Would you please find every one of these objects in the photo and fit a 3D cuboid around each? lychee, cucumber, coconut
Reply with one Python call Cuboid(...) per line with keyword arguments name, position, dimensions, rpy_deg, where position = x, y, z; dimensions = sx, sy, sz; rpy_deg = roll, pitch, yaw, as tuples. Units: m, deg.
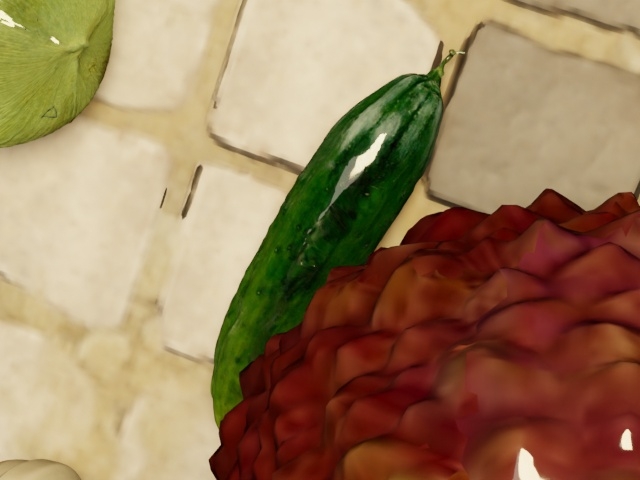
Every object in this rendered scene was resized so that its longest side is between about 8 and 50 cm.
Cuboid(name="lychee", position=(0.089, 0.140, 0.516), dimensions=(0.330, 0.306, 0.306), rpy_deg=(15, 97, -9))
Cuboid(name="cucumber", position=(0.000, 0.000, 0.666), dimensions=(0.039, 0.039, 0.168), rpy_deg=(33, 102, 11))
Cuboid(name="coconut", position=(-0.115, -0.077, 0.671), dimensions=(0.096, 0.088, 0.088), rpy_deg=(22, 99, 43))

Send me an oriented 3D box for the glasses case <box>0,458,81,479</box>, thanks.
Cuboid(name="glasses case", position=(-0.119, 0.182, 0.684), dimensions=(0.051, 0.081, 0.204), rpy_deg=(8, 93, 16))
